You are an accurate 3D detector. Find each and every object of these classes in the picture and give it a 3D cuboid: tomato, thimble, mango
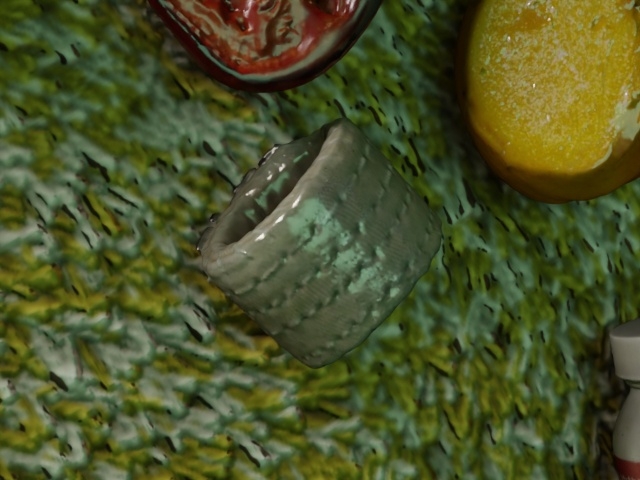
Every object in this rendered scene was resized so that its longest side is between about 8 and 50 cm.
[{"bbox_3d":[-0.030,-0.173,0.913,0.174,0.082,0.166,-41,97,-15],"label":"tomato"},{"bbox_3d":[0.000,0.000,0.911,0.090,0.102,0.115,44,43,-16],"label":"thimble"},{"bbox_3d":[0.152,-0.124,0.985,0.141,0.102,0.217,12,79,1],"label":"mango"}]

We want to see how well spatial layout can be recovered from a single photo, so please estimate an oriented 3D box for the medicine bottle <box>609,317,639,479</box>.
[{"bbox_3d":[0.248,0.165,0.994,0.131,0.131,0.250,-14,94,-23],"label":"medicine bottle"}]
